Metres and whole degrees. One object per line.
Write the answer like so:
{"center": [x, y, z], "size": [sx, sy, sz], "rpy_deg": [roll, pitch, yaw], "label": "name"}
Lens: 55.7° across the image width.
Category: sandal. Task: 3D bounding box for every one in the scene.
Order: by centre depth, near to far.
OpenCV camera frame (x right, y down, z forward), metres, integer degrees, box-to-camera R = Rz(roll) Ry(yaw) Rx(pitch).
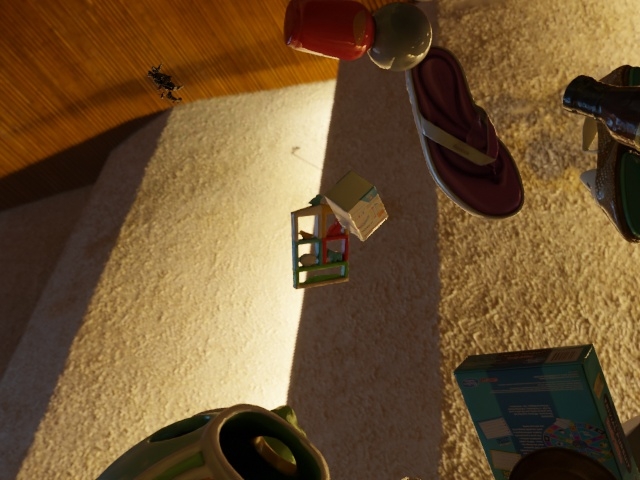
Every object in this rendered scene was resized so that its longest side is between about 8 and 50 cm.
{"center": [0.281, -0.229, 1.231], "size": [0.169, 0.102, 0.416], "rpy_deg": [-22, -106, -7], "label": "sandal"}

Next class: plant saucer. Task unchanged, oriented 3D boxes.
{"center": [0.399, 0.435, 0.981], "size": [0.198, 0.036, 0.199], "rpy_deg": [-1, -136, 1], "label": "plant saucer"}

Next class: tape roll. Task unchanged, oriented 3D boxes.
{"center": [0.606, 0.454, 1.250], "size": [0.219, 0.219, 0.072], "rpy_deg": [-38, -111, -2], "label": "tape roll"}

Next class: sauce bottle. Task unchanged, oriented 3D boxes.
{"center": [0.209, -0.072, 0.372], "size": [0.042, 0.042, 0.128], "rpy_deg": [-44, -132, -9], "label": "sauce bottle"}

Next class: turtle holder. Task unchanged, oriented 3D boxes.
{"center": [-0.083, 0.275, 0.553], "size": [0.243, 0.320, 0.227], "rpy_deg": [39, -78, 33], "label": "turtle holder"}

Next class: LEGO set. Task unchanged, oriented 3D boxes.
{"center": [-0.221, -0.217, 0.852], "size": [0.023, 0.054, 0.083], "rpy_deg": [-50, -151, 32], "label": "LEGO set"}

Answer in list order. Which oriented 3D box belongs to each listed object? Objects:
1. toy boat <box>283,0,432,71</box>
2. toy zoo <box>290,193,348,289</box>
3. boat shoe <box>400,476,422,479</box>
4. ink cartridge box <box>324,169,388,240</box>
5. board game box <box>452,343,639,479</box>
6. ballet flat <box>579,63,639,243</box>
{"center": [0.074, -0.269, 0.494], "size": [0.148, 0.318, 0.268], "rpy_deg": [1, -120, -18], "label": "toy boat"}
{"center": [0.000, 0.000, 1.910], "size": [0.192, 0.293, 0.030], "rpy_deg": [-7, -164, -25], "label": "toy zoo"}
{"center": [0.127, 0.563, 1.178], "size": [0.277, 0.098, 0.096], "rpy_deg": [-35, 180, -30], "label": "boat shoe"}
{"center": [0.090, -0.077, 1.439], "size": [0.092, 0.143, 0.090], "rpy_deg": [-44, -129, -8], "label": "ink cartridge box"}
{"center": [0.428, 0.371, 1.136], "size": [0.253, 0.336, 0.079], "rpy_deg": [-16, -171, 42], "label": "board game box"}
{"center": [0.319, -0.090, 0.657], "size": [0.067, 0.073, 0.206], "rpy_deg": [-16, -123, 54], "label": "ballet flat"}
